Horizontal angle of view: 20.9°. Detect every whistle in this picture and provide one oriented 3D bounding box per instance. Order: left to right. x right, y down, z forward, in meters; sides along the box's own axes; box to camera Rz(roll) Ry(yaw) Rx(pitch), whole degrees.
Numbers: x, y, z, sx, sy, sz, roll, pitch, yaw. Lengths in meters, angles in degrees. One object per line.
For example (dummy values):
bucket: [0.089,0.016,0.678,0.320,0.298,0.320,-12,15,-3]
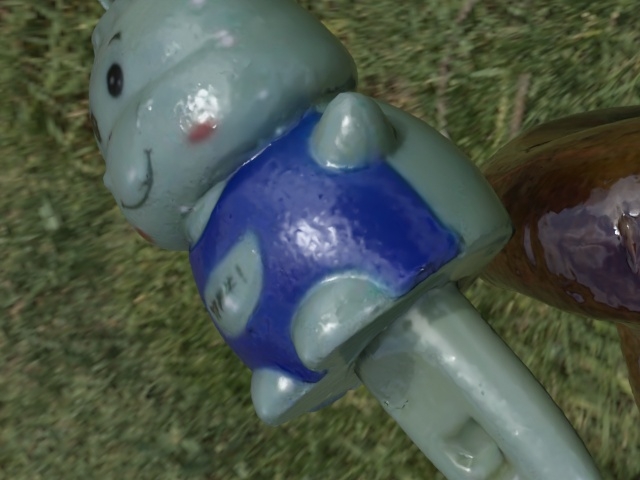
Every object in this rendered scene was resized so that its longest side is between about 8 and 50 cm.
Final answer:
whistle: [0.000,0.000,0.552,0.244,0.092,0.110,51,141,12]

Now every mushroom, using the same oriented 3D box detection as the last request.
mushroom: [0.206,0.011,0.917,0.267,0.267,0.255,-23,67,15]
